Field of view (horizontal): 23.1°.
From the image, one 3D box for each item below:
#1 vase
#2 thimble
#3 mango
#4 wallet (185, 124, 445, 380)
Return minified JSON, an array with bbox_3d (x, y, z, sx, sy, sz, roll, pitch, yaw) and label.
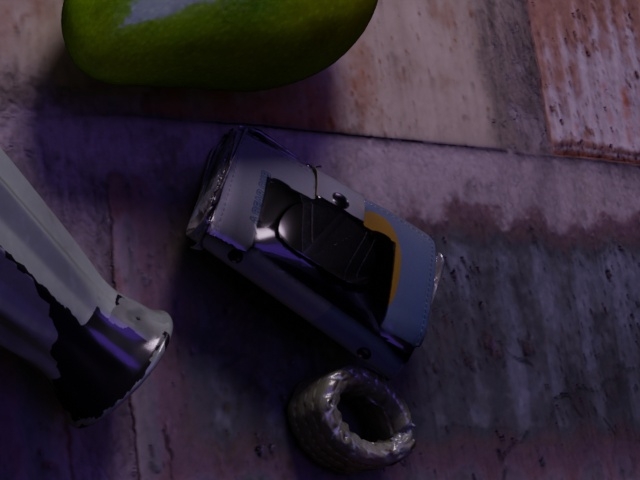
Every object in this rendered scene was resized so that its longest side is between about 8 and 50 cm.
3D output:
[{"bbox_3d":[-0.272,-0.017,1.146,0.360,0.165,0.165,44,54,-22],"label":"vase"},{"bbox_3d":[0.029,0.159,1.363,0.110,0.062,0.084,41,56,-18],"label":"thimble"},{"bbox_3d":[-0.079,-0.215,1.349,0.343,0.156,0.192,-29,85,-36],"label":"mango"},{"bbox_3d":[0.000,0.000,1.365,0.231,0.069,0.170,35,41,-15],"label":"wallet"}]
